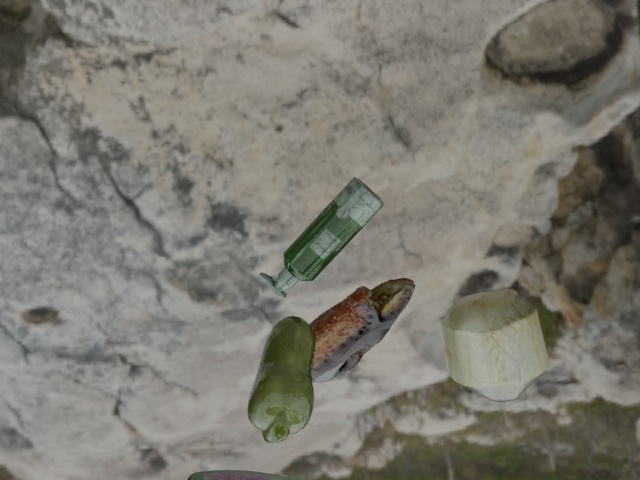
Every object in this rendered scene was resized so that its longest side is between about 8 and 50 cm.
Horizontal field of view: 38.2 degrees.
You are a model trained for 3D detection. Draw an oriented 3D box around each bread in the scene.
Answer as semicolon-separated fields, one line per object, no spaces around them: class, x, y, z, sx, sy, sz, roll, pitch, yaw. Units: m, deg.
bread;0.042;0.134;1.443;0.139;0.095;0.269;-15;149;-42

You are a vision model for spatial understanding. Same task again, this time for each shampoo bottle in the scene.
shampoo bottle;0.000;0.000;1.333;0.204;0.065;0.065;-47;133;9

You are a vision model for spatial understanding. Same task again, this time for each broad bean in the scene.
broad bean;-0.046;0.186;1.214;0.082;0.174;0.124;21;125;-5

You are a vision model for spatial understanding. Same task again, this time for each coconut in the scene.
coconut;0.342;0.213;1.813;0.202;0.202;0.222;-13;100;7

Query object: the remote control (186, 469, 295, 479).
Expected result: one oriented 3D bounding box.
remote control;-0.065;0.383;0.956;0.145;0.344;0.050;9;124;-19
